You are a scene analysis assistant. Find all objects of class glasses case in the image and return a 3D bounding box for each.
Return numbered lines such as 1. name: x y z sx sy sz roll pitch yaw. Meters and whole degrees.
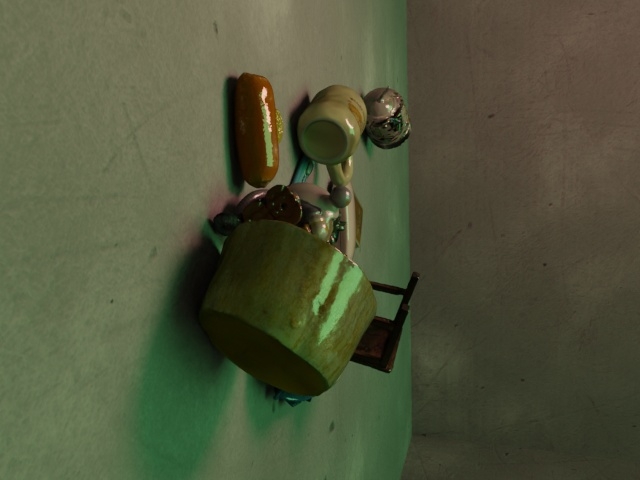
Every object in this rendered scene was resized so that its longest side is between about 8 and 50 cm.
1. glasses case: 0.076 -0.063 1.910 0.113 0.075 0.297 -38 129 -69

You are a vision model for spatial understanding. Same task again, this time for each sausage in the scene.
1. sausage: -0.133 -0.226 1.197 0.098 0.098 0.238 -27 116 -71

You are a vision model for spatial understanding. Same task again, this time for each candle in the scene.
1. candle: 0.247 -0.496 2.249 0.330 0.187 0.187 45 49 -66

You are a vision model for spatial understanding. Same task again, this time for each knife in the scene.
1. knife: -0.046 -0.176 1.576 0.222 0.031 0.064 -71 154 -44

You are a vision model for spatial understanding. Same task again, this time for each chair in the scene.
1. chair: 0.112 0.279 1.622 0.203 0.240 0.416 -61 161 -57

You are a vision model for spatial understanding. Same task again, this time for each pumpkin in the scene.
1. pumpkin: -0.077 0.139 1.060 0.199 0.332 0.332 -60 149 -37

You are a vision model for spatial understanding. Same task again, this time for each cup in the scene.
1. cup: 0.024 -0.283 1.609 0.202 0.173 0.255 -67 173 -54

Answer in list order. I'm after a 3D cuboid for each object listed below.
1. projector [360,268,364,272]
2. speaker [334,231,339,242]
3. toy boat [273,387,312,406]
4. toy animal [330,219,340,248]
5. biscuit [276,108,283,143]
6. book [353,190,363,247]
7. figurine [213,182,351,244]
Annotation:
1. projector: 0.118 0.226 2.062 0.259 0.079 0.257 19 72 -74
2. speaker: 0.022 -0.020 1.795 0.094 0.060 0.075 128 -20 -53
3. toy boat: -0.065 0.376 1.486 0.097 0.100 0.223 -55 160 10
4. toy animal: -0.009 -0.002 1.627 0.236 0.108 0.138 -83 -163 -66
5. biscuit: -0.111 -0.270 1.374 0.084 0.023 0.084 2 90 -73
6. book: 0.124 -0.088 2.162 0.241 0.018 0.170 49 45 -65
7. figurine: -0.050 -0.039 1.255 0.382 0.261 0.186 -7 75 -82
